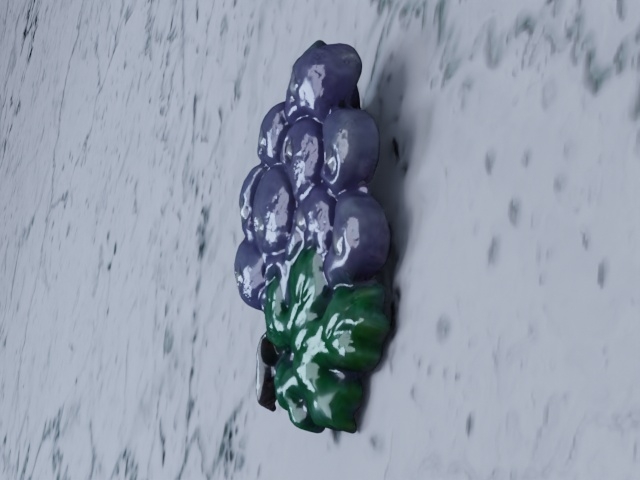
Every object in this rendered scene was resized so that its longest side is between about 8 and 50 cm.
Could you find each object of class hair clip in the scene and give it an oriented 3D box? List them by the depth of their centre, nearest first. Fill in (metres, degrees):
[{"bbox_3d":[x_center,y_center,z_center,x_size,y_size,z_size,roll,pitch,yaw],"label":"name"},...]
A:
[{"bbox_3d":[0.002,0.000,0.714,0.124,0.052,0.195,-35,52,57],"label":"hair clip"}]
